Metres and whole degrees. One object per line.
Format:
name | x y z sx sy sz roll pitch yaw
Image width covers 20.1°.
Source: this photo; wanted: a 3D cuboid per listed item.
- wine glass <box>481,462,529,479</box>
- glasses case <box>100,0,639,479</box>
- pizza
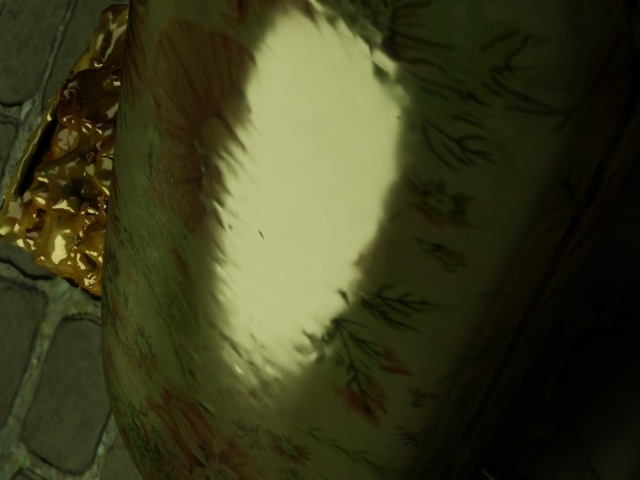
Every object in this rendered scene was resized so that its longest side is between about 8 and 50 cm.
wine glass | 0.054 0.160 0.643 0.072 0.072 0.155 36 102 47
glasses case | 0.000 0.000 0.587 0.156 0.098 0.425 48 152 19
pizza | -0.062 -0.063 0.842 0.305 0.085 0.161 -34 54 35
